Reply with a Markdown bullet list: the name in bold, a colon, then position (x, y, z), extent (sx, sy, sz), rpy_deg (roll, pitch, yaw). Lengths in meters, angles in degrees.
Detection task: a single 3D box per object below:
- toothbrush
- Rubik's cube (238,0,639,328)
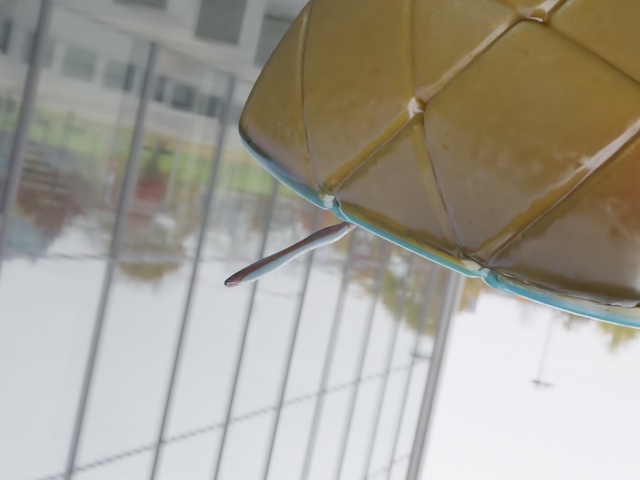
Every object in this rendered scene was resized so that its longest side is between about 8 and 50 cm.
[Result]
- **toothbrush**: position (0.000, 0.000, 1.124), extent (0.193, 0.019, 0.013), rpy_deg (-25, -121, -37)
- **Rubik's cube**: position (0.088, -0.058, 0.684), extent (0.254, 0.254, 0.254), rpy_deg (12, -178, 0)
